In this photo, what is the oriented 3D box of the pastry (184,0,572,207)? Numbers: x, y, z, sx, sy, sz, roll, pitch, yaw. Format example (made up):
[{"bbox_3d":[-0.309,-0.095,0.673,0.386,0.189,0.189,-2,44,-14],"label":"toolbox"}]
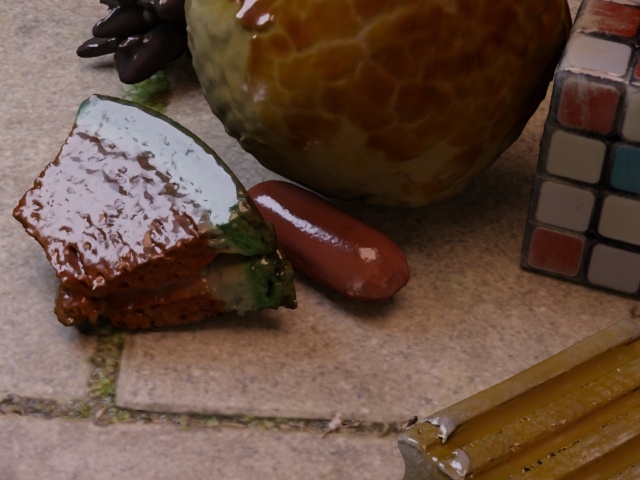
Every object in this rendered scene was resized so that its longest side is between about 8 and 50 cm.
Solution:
[{"bbox_3d":[0.062,-0.226,1.577,0.389,0.312,0.388,4,76,-17],"label":"pastry"}]

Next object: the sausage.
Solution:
[{"bbox_3d":[0.000,0.000,1.571,0.194,0.077,0.077,29,46,30],"label":"sausage"}]

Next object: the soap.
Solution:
[{"bbox_3d":[0.214,0.177,1.363,0.274,0.089,0.173,-22,43,-32],"label":"soap"}]

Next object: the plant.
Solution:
[{"bbox_3d":[-0.117,-0.275,1.786,0.321,0.194,0.181,-4,38,-15],"label":"plant"}]

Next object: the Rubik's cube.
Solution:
[{"bbox_3d":[0.354,-0.109,1.591,0.253,0.259,0.256,16,43,10],"label":"Rubik's cube"}]

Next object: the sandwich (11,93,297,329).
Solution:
[{"bbox_3d":[-0.172,-0.025,1.534,0.212,0.109,0.292,-24,50,-10],"label":"sandwich"}]
